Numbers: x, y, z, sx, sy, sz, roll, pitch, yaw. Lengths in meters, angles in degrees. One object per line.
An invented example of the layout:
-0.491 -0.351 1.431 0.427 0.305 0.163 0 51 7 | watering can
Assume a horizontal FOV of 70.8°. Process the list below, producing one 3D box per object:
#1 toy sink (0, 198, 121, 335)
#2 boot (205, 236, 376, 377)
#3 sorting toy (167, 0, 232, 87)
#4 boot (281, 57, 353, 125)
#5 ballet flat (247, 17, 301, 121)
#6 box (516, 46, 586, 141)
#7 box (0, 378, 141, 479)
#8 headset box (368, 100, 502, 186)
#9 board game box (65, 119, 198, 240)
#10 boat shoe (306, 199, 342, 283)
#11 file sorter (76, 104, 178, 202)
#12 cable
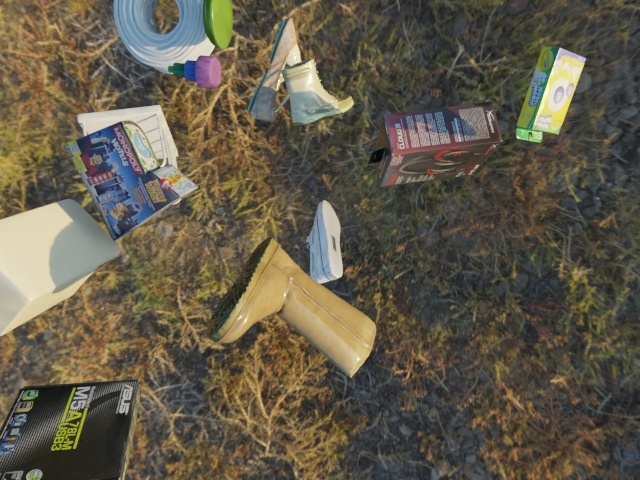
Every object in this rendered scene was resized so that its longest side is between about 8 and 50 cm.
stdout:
-0.527 0.041 0.839 0.131 0.234 0.153 -40 96 24 | toy sink
-0.031 0.146 0.768 0.269 0.236 0.089 43 134 -15 | boot
-0.259 -0.504 0.959 0.126 0.127 0.365 7 84 5 | sorting toy
-0.005 -0.427 1.264 0.077 0.213 0.165 18 128 53 | boot
-0.117 -0.511 1.378 0.106 0.107 0.315 23 98 -4 | ballet flat
0.466 -0.291 0.920 0.043 0.105 0.179 38 123 48 | box
-0.383 0.299 0.684 0.184 0.190 0.045 -1 119 -11 | box
0.266 -0.233 1.138 0.294 0.218 0.110 -7 76 -3 | headset box
-0.330 -0.112 0.811 0.194 0.060 0.194 -11 109 23 | board game box
0.000 0.000 1.217 0.084 0.258 0.095 -24 133 24 | boat shoe
-0.489 -0.207 1.204 0.193 0.277 0.173 -11 79 -11 | file sorter
-0.359 -0.531 1.060 0.257 0.089 0.257 -2 103 14 | cable
